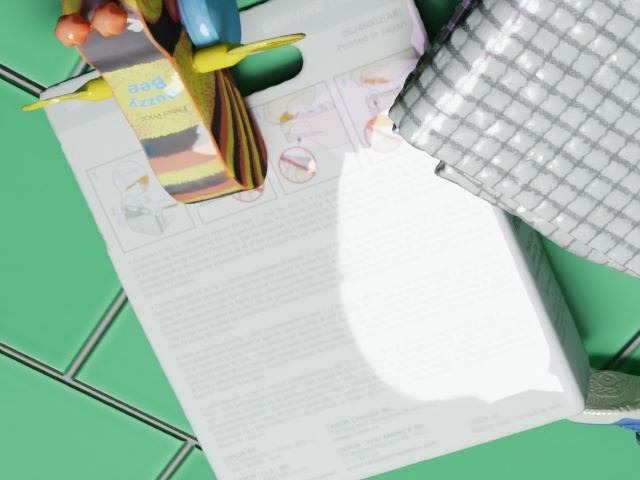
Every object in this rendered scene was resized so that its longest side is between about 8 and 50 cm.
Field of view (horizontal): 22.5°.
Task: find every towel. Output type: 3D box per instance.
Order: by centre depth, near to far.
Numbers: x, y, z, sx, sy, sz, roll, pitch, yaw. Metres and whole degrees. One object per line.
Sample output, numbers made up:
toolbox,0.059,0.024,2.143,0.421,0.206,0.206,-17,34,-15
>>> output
towel,0.211,-0.110,1.090,0.283,0.121,0.235,26,118,-21

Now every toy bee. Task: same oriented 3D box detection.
toy bee,-0.130,-0.134,1.075,0.195,0.162,0.298,-34,109,26

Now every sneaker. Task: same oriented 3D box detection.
sneaker,0.263,0.150,1.315,0.152,0.058,0.084,-8,126,-16

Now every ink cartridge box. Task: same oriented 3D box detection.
ink cartridge box,0.000,0.000,1.253,0.308,0.091,0.385,-19,105,18
